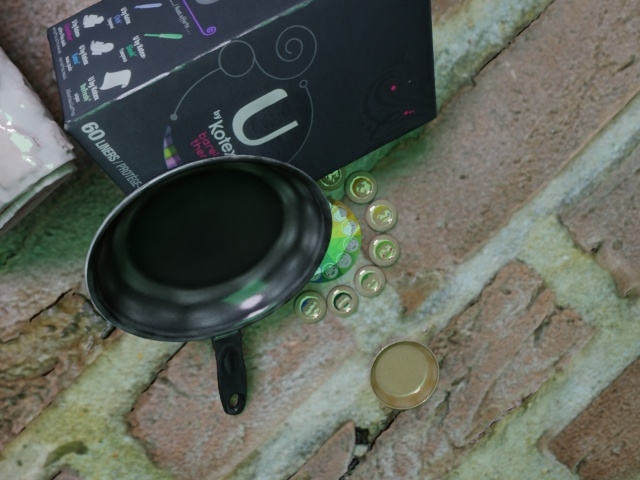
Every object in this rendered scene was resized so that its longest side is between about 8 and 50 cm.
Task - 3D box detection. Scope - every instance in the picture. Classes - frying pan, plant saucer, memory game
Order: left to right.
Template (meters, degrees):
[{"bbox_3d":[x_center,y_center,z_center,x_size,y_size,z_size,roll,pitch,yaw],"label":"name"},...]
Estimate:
[{"bbox_3d":[-0.067,0.047,0.437,0.197,0.053,0.326,-29,142,-4],"label":"frying pan"},{"bbox_3d":[0.000,0.000,0.526,0.186,0.012,0.186,-1,97,-6],"label":"memory game"},{"bbox_3d":[0.096,0.154,0.555,0.083,0.015,0.084,-1,97,-7],"label":"plant saucer"}]

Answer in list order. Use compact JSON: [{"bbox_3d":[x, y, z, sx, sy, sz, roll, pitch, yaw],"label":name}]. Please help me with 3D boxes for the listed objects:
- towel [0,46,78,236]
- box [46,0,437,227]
[{"bbox_3d":[-0.349,-0.134,0.336,0.316,0.053,0.332,-20,111,39],"label":"towel"},{"bbox_3d":[-0.054,-0.139,0.404,0.270,0.165,0.143,-29,55,-3],"label":"box"}]
